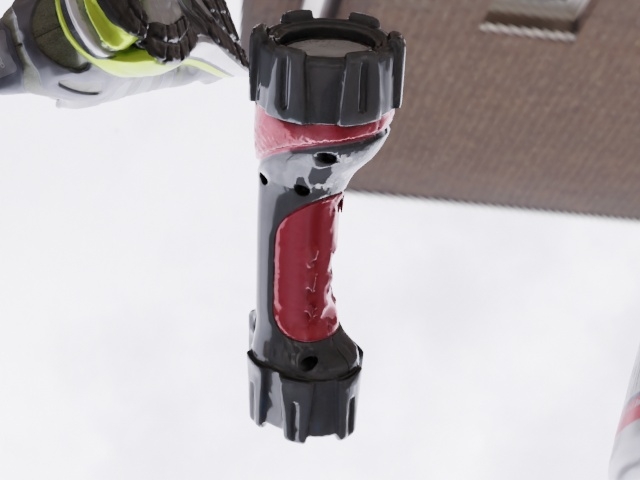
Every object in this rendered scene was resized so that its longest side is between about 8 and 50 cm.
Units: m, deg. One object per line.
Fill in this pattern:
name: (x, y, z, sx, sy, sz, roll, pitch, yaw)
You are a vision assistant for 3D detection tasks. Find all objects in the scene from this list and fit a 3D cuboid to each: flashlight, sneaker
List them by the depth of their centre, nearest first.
flashlight: (0.000, 0.000, 0.887, 0.103, 0.304, 0.103, 0, -153, -2)
sneaker: (-0.138, -0.148, 0.899, 0.121, 0.300, 0.111, -20, -90, 15)

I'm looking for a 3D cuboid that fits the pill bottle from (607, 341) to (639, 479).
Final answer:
pill bottle: (0.168, 0.016, 0.426, 0.108, 0.108, 0.180, 23, -119, 1)
